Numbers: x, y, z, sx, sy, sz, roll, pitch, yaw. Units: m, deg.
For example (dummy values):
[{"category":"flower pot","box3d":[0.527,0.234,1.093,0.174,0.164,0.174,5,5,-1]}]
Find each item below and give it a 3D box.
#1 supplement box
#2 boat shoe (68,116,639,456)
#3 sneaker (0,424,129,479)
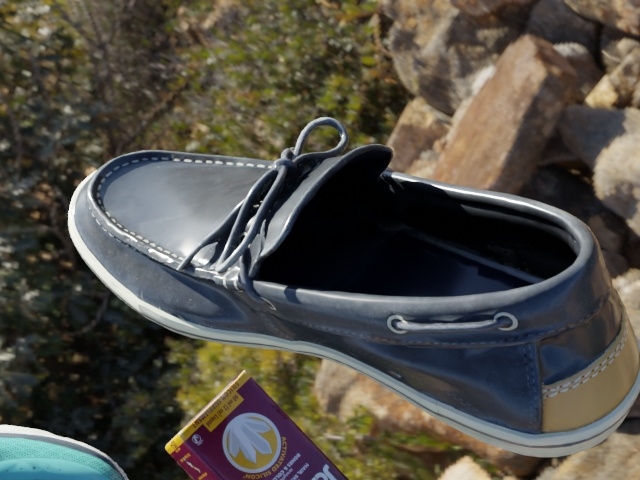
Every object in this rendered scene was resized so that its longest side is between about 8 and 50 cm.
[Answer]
[{"category":"supplement box","box3d":[-0.060,0.246,1.210,0.188,0.104,0.081,46,153,2]},{"category":"boat shoe","box3d":[0.000,0.000,0.852,0.500,0.156,0.187,19,50,34]},{"category":"sneaker","box3d":[-0.200,0.122,0.437,0.110,0.275,0.107,-23,67,60]}]
